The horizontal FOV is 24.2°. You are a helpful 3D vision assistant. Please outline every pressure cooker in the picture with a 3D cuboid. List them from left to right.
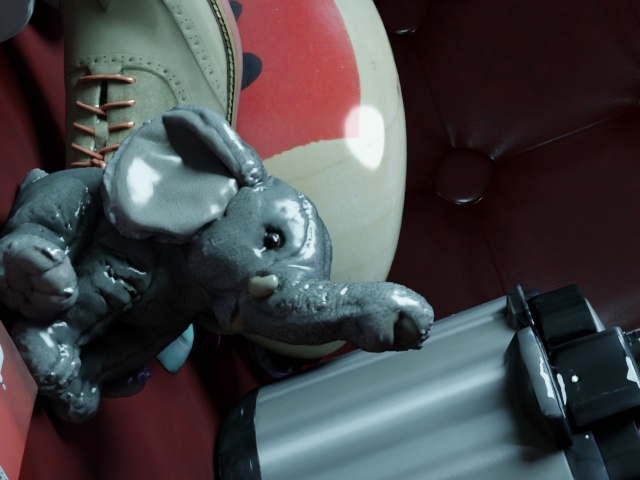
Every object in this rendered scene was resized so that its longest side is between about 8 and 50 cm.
[{"bbox_3d":[0.160,0.233,1.281,0.370,0.420,0.375,-61,131,-82],"label":"pressure cooker"}]

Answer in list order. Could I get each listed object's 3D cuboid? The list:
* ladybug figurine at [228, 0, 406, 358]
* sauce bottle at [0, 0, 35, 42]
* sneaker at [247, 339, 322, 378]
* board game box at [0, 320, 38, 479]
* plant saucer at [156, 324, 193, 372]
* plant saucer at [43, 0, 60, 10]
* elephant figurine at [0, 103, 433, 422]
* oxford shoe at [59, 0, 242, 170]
[{"bbox_3d":[-0.057,-0.096,1.364,0.162,0.305,0.449,13,39,-26],"label":"ladybug figurine"},{"bbox_3d":[-0.234,-0.260,0.976,0.111,0.111,0.344,62,12,-48],"label":"sauce bottle"},{"bbox_3d":[0.000,0.000,1.519,0.180,0.124,0.321,-94,-166,-65],"label":"sneaker"},{"bbox_3d":[-0.213,0.000,0.699,0.145,0.027,0.281,-100,167,-64],"label":"board game box"},{"bbox_3d":[-0.130,0.049,1.225,0.119,0.021,0.119,-21,90,-83],"label":"plant saucer"},{"bbox_3d":[-0.242,-0.263,1.213,0.195,0.037,0.195,-21,90,-84],"label":"plant saucer"},{"bbox_3d":[-0.068,0.007,0.911,0.169,0.239,0.186,-34,103,-83],"label":"elephant figurine"},{"bbox_3d":[-0.129,-0.089,1.072,0.130,0.123,0.348,-49,131,-53],"label":"oxford shoe"}]
